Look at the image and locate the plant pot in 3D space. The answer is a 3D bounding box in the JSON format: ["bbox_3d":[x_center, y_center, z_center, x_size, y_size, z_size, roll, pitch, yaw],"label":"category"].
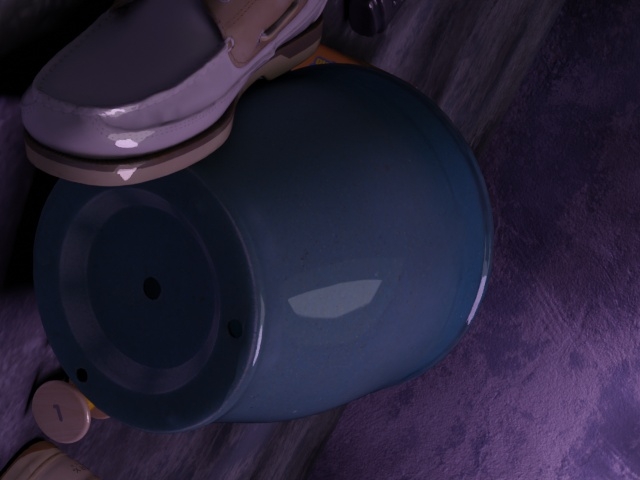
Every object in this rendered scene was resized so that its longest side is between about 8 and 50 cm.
[{"bbox_3d":[-0.051,0.010,0.682,0.255,0.271,0.272,-16,134,-57],"label":"plant pot"}]

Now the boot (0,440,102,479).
[{"bbox_3d":[-0.215,0.317,0.750,0.262,0.203,0.095,-58,165,-22],"label":"boot"}]

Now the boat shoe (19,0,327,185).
[{"bbox_3d":[-0.079,-0.137,0.586,0.302,0.113,0.103,-55,161,-53],"label":"boat shoe"}]

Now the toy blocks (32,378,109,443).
[{"bbox_3d":[-0.167,0.088,0.800,0.123,0.054,0.148,-68,166,20],"label":"toy blocks"}]

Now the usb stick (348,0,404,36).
[{"bbox_3d":[0.113,-0.333,1.011,0.278,0.045,0.077,-56,166,-19],"label":"usb stick"}]

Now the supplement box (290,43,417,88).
[{"bbox_3d":[0.035,-0.153,1.016,0.080,0.078,0.233,-65,167,13],"label":"supplement box"}]
